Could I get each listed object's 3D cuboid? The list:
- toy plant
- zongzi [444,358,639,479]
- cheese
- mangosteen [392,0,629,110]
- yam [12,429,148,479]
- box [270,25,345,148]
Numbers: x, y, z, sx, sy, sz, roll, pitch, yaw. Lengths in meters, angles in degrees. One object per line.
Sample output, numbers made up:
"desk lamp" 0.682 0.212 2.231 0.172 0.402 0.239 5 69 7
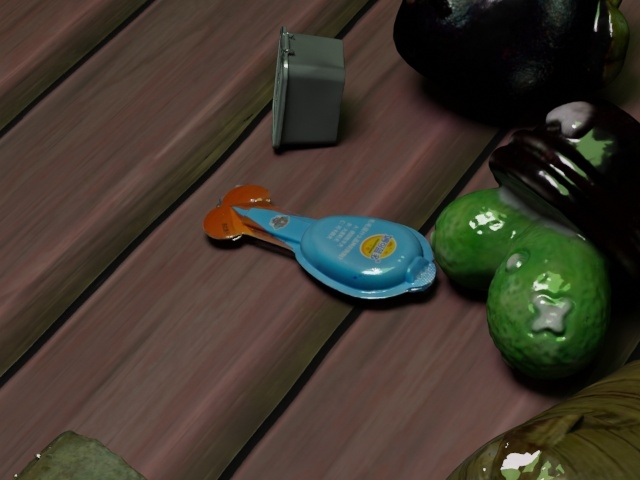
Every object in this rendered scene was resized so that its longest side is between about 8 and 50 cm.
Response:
"toy plant" 0.213 -0.003 1.388 0.235 0.175 0.218 -47 42 -1
"zongzi" 0.359 0.276 1.103 0.500 0.218 0.467 -23 74 -40
"cheese" 0.000 0.000 1.499 0.256 0.037 0.106 19 47 28
"mangosteen" 0.203 -0.241 1.621 0.243 0.243 0.243 -4 42 4
"yam" -0.209 0.275 1.127 0.161 0.161 0.268 16 44 24
"box" -0.013 -0.157 1.618 0.069 0.122 0.084 4 43 -5
